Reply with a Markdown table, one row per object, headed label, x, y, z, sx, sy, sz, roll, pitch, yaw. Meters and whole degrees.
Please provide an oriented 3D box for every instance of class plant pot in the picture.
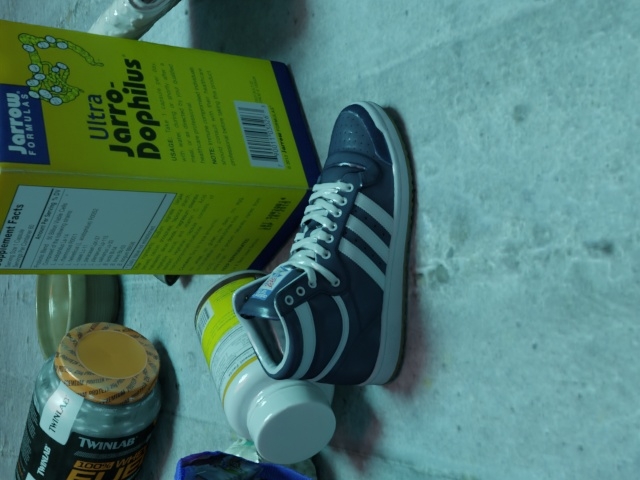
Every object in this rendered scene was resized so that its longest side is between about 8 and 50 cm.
| label | x | y | z | sx | sy | sz | roll | pitch | yaw |
| --- | --- | --- | --- | --- | --- | --- | --- | --- | --- |
| plant pot | -0.433 | 0.106 | 1.559 | 0.237 | 0.109 | 0.237 | -7 | 82 | 59 |

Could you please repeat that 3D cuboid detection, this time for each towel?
| label | x | y | z | sx | sy | sz | roll | pitch | yaw |
| --- | --- | --- | --- | --- | --- | --- | --- | --- | --- |
| towel | -0.204 | -0.314 | 1.098 | 0.332 | 0.053 | 0.317 | -23 | 27 | 55 |

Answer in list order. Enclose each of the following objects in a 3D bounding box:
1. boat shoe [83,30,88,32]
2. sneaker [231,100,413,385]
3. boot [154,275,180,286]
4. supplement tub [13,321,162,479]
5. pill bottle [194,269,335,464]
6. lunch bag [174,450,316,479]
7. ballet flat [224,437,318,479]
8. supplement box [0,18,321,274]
| label | x | y | z | sx | sy | sz | roll | pitch | yaw |
| --- | --- | --- | --- | --- | --- | --- | --- | --- | --- |
| boat shoe | -0.403 | -0.283 | 1.599 | 0.065 | 0.075 | 0.206 | 39 | -141 | -76 |
| sneaker | 0.000 | 0.000 | 0.823 | 0.099 | 0.153 | 0.282 | -6 | 83 | 57 |
| boot | -0.294 | -0.005 | 1.303 | 0.208 | 0.076 | 0.190 | 34 | 144 | 4 |
| supplement tub | -0.363 | 0.295 | 1.358 | 0.193 | 0.193 | 0.316 | 56 | 134 | 44 |
| pill bottle | -0.058 | 0.133 | 0.925 | 0.215 | 0.117 | 0.117 | 58 | 135 | 51 |
| lunch bag | -0.014 | 0.392 | 0.669 | 0.385 | 0.239 | 0.328 | 27 | 110 | 36 |
| ballet flat | -0.063 | 0.401 | 0.892 | 0.147 | 0.147 | 0.409 | -28 | 64 | 54 |
| supplement box | -0.208 | -0.090 | 0.973 | 0.194 | 0.356 | 0.195 | -48 | 50 | 45 |
